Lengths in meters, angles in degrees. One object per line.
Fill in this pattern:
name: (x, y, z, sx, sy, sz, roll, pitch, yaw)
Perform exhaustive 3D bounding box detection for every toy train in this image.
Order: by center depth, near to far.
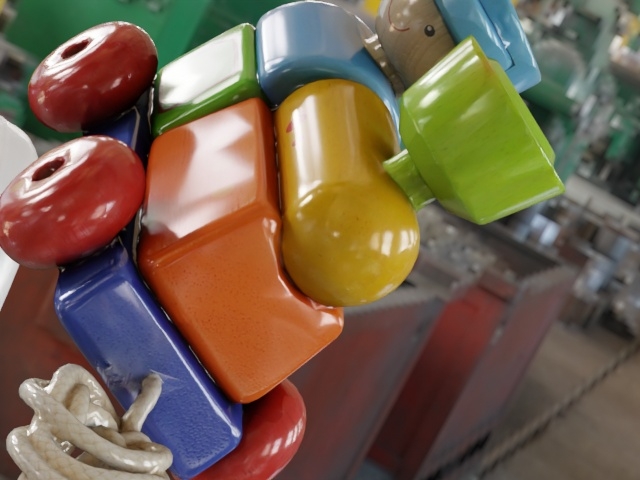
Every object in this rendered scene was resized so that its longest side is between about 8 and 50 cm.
toy train: (0.000, 0.000, 0.433, 0.105, 0.143, 0.248, 57, 12, -25)

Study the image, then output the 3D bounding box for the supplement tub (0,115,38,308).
supplement tub: (-0.342, -0.021, 0.892, 0.324, 0.235, 0.235, 27, 11, -21)
